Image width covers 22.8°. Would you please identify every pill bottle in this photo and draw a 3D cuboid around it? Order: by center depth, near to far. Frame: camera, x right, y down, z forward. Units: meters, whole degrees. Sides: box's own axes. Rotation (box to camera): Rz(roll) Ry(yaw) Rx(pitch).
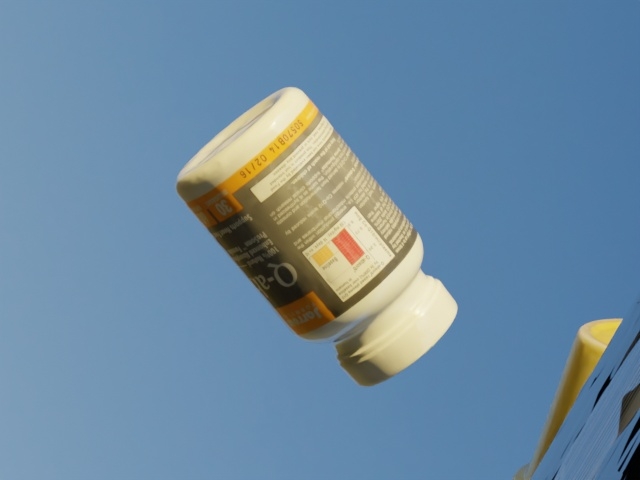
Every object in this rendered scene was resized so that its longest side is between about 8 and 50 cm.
[{"bbox_3d":[0.000,0.000,1.564,0.278,0.162,0.162,51,-30,-11],"label":"pill bottle"}]

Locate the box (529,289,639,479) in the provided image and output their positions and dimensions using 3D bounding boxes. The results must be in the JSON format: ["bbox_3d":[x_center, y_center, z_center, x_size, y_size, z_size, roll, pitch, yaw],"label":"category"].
[{"bbox_3d":[0.298,0.156,0.471,0.471,0.480,0.297,30,-85,8],"label":"box"}]

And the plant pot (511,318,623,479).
[{"bbox_3d":[0.314,0.210,1.529,0.254,0.254,0.239,24,-69,55],"label":"plant pot"}]
